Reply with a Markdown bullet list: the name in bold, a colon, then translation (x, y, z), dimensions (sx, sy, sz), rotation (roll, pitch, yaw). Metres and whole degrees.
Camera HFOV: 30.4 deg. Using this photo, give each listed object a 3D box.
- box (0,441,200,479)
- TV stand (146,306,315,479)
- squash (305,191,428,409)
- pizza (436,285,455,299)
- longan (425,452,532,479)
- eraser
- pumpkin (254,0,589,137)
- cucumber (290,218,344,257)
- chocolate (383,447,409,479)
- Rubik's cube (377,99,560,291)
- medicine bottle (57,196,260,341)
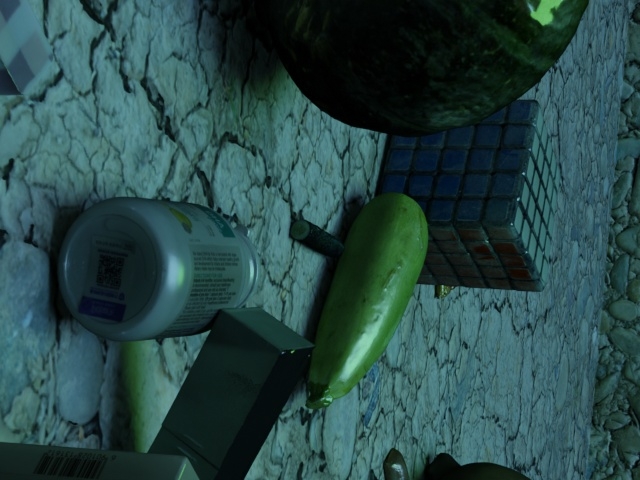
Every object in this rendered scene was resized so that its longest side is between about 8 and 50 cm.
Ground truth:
- **box**: translation (-0.189, 0.239, 1.011), dimensions (0.058, 0.201, 0.141), rotation (-70, 152, -42)
- **TV stand**: translation (-0.111, 0.201, 1.183), dimensions (0.269, 0.083, 0.088), rotation (-62, 157, 11)
- **squash**: translation (0.066, 0.086, 1.664), dimensions (0.118, 0.118, 0.371), rotation (64, 38, -47)
- **pizza**: translation (0.233, 0.050, 2.135), dimensions (0.100, 0.029, 0.099), rotation (-29, 118, -62)
- **longan**: translation (0.288, 0.506, 2.066), dimensions (0.243, 0.300, 0.300), rotation (-41, 146, -1)
- **eraser**: translation (-0.269, -0.179, 1.003), dimensions (0.065, 0.026, 0.105), rotation (-68, 149, -42)
- **pumpkin**: translation (0.128, -0.341, 1.382), dimensions (0.344, 0.454, 0.454), rotation (25, 68, -41)
- **cucumber**: translation (0.000, 0.000, 1.608), dimensions (0.133, 0.032, 0.032), rotation (28, 67, -63)
- **chocolate**: translation (0.131, 0.392, 1.943), dimensions (0.064, 0.031, 0.101), rotation (-47, 133, -62)
- **Rubik's cube**: translation (0.243, -0.073, 1.891), dimensions (0.238, 0.237, 0.237), rotation (52, 47, -56)
- **medicine bottle**: translation (-0.146, 0.028, 1.162), dimensions (0.215, 0.135, 0.135), rotation (2, 90, -66)
